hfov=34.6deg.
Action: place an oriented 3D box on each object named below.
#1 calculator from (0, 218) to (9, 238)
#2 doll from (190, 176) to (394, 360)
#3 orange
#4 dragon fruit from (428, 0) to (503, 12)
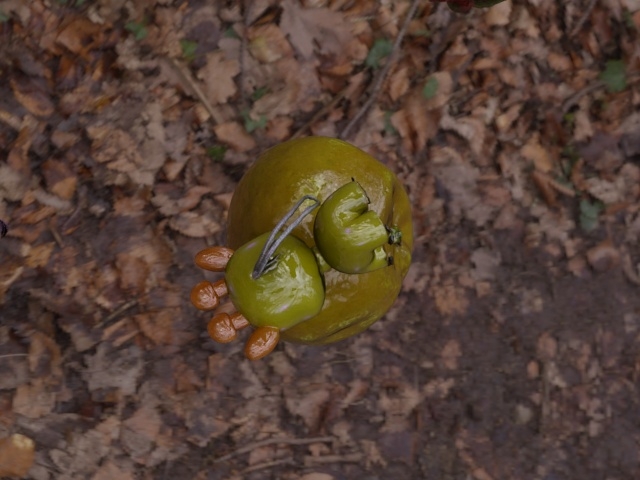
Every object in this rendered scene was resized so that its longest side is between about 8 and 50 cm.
[{"bbox_3d":[-0.340,-0.025,0.761,0.194,0.294,0.043,25,74,-26],"label":"calculator"},{"bbox_3d":[-0.032,0.034,1.112,0.221,0.135,0.143,-27,68,-5],"label":"doll"},{"bbox_3d":[0.000,0.000,1.338,0.235,0.279,0.279,3,79,12],"label":"orange"},{"bbox_3d":[0.142,-0.274,0.837,0.172,0.160,0.166,-43,62,-7],"label":"dragon fruit"}]
